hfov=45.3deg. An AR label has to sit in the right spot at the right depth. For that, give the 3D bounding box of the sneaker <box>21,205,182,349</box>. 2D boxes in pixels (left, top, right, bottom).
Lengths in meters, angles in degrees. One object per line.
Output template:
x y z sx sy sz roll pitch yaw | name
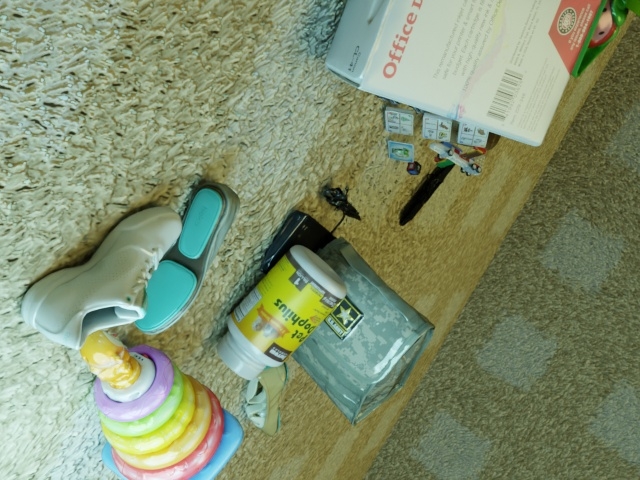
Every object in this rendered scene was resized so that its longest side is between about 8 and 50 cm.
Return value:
-0.215 0.045 0.847 0.212 0.094 0.080 -43 154 -36 | sneaker

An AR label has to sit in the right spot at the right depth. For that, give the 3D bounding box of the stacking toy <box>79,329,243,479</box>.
-0.234 0.202 0.996 0.166 0.175 0.302 -49 144 -25 | stacking toy

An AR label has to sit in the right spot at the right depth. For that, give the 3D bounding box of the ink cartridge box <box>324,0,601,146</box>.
0.192 -0.279 1.026 0.306 0.131 0.226 14 107 -26 | ink cartridge box

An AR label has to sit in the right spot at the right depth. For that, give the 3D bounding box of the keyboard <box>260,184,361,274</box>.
0.000 0.000 1.369 0.201 0.033 0.317 -51 160 0 | keyboard

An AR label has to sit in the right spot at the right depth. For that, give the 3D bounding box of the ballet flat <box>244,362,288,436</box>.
-0.117 0.314 1.520 0.073 0.080 0.232 -12 135 -25 | ballet flat

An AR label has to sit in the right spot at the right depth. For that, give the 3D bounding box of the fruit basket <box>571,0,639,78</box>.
0.695 -0.551 1.701 0.283 0.392 0.392 -44 155 -34 | fruit basket

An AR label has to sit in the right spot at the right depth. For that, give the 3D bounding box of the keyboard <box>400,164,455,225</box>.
0.244 -0.120 1.774 0.192 0.038 0.100 -51 -178 -21 | keyboard

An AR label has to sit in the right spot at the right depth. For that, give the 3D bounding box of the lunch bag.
0.062 0.158 1.380 0.169 0.235 0.287 -31 154 -31 | lunch bag

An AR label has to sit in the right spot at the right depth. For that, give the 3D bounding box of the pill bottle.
-0.067 0.119 1.229 0.215 0.117 0.117 -48 161 7 | pill bottle

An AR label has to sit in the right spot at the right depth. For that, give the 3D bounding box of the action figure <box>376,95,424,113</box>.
0.196 -0.318 1.189 0.275 0.164 0.141 -49 118 -10 | action figure

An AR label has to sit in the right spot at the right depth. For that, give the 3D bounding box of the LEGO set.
0.216 -0.183 1.421 0.244 0.182 0.060 72 31 -68 | LEGO set

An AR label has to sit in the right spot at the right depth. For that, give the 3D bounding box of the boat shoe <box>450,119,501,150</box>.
0.296 -0.346 1.448 0.122 0.110 0.341 -10 112 -50 | boat shoe

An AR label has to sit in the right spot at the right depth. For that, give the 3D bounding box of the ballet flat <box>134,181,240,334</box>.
-0.163 0.026 0.974 0.213 0.072 0.068 -61 164 6 | ballet flat
